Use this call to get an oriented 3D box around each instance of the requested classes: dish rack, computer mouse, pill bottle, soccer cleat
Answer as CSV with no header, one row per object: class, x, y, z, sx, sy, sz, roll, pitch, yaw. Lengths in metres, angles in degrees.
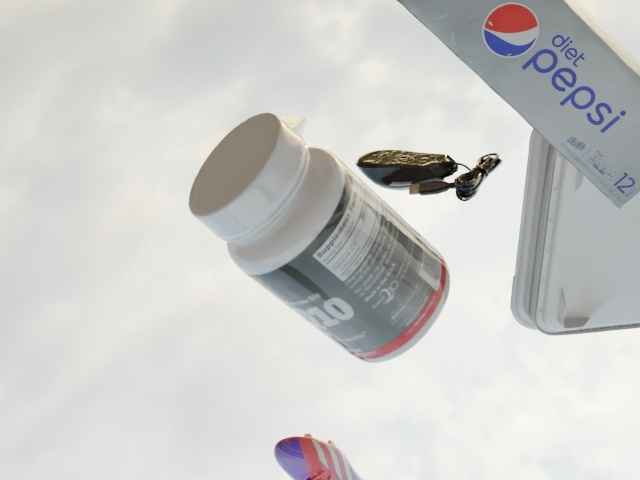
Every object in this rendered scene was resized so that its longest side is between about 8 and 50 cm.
dish rack,0.394,-0.016,1.196,0.285,0.333,0.072,-4,-150,-7
computer mouse,0.170,-0.102,1.647,0.262,0.060,0.184,4,-156,24
pill bottle,0.000,0.000,1.057,0.161,0.283,0.161,-33,-146,26
soccer cleat,0.022,0.373,1.420,0.083,0.248,0.095,-28,-142,22

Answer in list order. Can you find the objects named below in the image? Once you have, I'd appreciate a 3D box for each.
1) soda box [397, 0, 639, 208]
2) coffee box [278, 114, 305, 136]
soda box,0.204,-0.165,0.854,0.098,0.286,0.091,-44,-165,26
coffee box,-0.064,-0.108,1.328,0.040,0.113,0.184,13,-162,6
